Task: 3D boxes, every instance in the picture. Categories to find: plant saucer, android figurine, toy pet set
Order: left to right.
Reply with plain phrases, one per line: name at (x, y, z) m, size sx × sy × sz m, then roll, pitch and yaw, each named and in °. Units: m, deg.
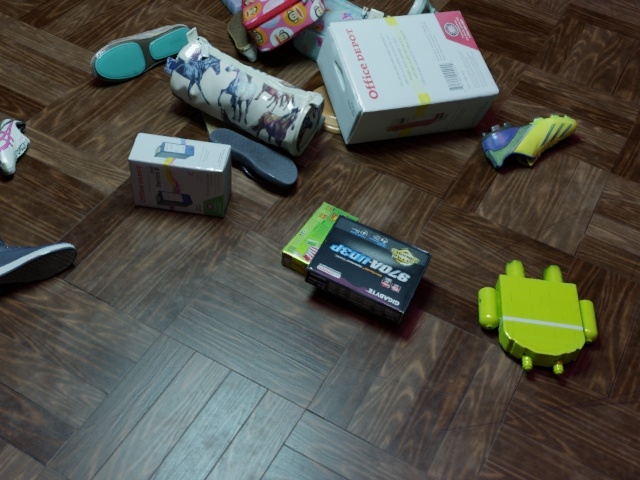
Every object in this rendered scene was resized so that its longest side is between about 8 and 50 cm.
plant saucer at (0.058, -0.357, 2.074) m, size 0.199 × 0.037 × 0.200 m, roll 3°, pitch 48°, yaw -3°
toy pet set at (0.160, -0.592, 2.154) m, size 0.122 × 0.065 × 0.114 m, roll 22°, pitch 15°, yaw 6°
android figurine at (0.454, 0.160, 1.634) m, size 0.248 × 0.056 × 0.273 m, roll 6°, pitch 47°, yaw 0°

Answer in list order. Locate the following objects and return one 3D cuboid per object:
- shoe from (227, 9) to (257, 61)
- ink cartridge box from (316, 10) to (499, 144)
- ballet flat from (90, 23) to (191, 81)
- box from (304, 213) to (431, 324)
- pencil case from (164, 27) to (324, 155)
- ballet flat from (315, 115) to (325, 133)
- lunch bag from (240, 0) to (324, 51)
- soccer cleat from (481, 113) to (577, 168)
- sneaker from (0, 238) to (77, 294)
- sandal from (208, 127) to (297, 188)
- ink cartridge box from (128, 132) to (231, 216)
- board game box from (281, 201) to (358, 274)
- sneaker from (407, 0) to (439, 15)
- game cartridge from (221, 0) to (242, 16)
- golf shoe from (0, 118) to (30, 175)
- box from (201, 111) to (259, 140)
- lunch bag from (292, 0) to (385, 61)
shoe at (-0.218, -0.587, 2.248) m, size 0.076 × 0.058 × 0.219 m, roll -27°, pitch 44°, yaw 13°
ink cartridge box at (0.214, -0.420, 2.009) m, size 0.384 × 0.160 × 0.279 m, roll -10°, pitch 66°, yaw -20°
ballet flat at (-0.495, -0.511, 2.130) m, size 0.316 × 0.108 × 0.106 m, roll -27°, pitch 35°, yaw -33°
box at (0.101, 0.057, 1.646) m, size 0.220 × 0.051 × 0.175 m, roll 25°, pitch 51°, yaw 10°
pencil case at (-0.179, -0.358, 1.923) m, size 0.410 × 0.184 × 0.160 m, roll 28°, pitch 54°, yaw 17°
ballet flat at (-0.075, -0.356, 2.014) m, size 0.213 × 0.068 × 0.072 m, roll 39°, pitch 16°, yaw 11°
lunch bag at (-0.089, -0.666, 2.170) m, size 0.258 × 0.120 × 0.293 m, roll -27°, pitch 37°, yaw 14°
soccer cleat at (0.541, -0.249, 2.012) m, size 0.289 × 0.093 × 0.121 m, roll -14°, pitch 81°, yaw -23°
sneaker at (-0.638, 0.017, 1.629) m, size 0.226 × 0.086 × 0.163 m, roll -22°, pitch 56°, yaw -22°
sandal at (-0.159, -0.193, 1.895) m, size 0.254 × 0.055 × 0.097 m, roll 32°, pitch 43°, yaw 22°
ink cartridge box at (-0.312, -0.146, 1.764) m, size 0.212 × 0.154 × 0.093 m, roll 10°, pitch 49°, yaw 1°
board game box at (0.000, 0.000, 1.739) m, size 0.092 × 0.043 × 0.181 m, roll 27°, pitch 51°, yaw 17°
sneaker at (0.332, -0.606, 2.215) m, size 0.151 × 0.094 × 0.256 m, roll 32°, pitch 8°, yaw 15°
game cartridge at (-0.153, -0.807, 2.448) m, size 0.355 × 0.068 × 0.230 m, roll -20°, pitch 57°, yaw -22°
golf shoe at (-0.731, -0.226, 1.853) m, size 0.085 × 0.068 × 0.186 m, roll -10°, pitch 49°, yaw -16°
box at (-0.198, -0.314, 2.018) m, size 0.201 × 0.021 × 0.164 m, roll -10°, pitch 50°, yaw -14°
lunch bag at (0.073, -0.586, 2.234) m, size 0.279 × 0.108 × 0.224 m, roll 33°, pitch 53°, yaw 21°
